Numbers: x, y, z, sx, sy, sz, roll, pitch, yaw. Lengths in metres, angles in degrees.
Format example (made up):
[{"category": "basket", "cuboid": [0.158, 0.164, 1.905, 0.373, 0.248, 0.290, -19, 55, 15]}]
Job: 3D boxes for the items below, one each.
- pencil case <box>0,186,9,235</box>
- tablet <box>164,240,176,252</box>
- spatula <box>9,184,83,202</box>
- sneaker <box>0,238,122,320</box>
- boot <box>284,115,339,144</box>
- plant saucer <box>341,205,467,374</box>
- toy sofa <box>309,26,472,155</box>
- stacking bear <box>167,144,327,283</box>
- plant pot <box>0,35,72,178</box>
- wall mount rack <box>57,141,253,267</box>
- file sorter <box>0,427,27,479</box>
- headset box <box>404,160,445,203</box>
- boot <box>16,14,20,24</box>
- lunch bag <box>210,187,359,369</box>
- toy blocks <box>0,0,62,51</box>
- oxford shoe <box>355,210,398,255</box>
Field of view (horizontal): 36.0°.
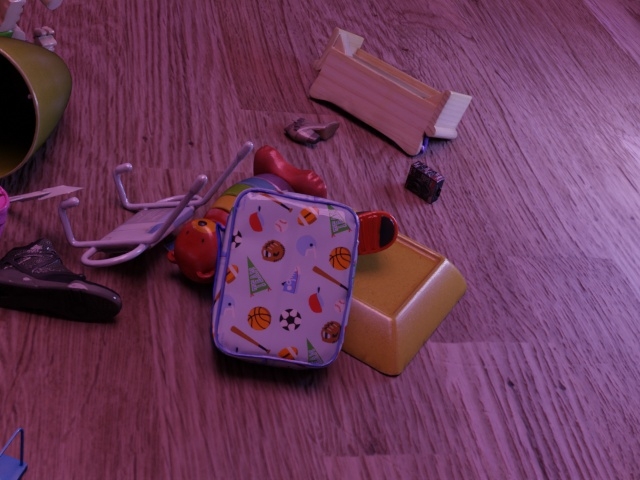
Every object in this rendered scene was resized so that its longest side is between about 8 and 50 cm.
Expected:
[{"category": "pencil case", "cuboid": [-0.576, -0.003, 1.610, 0.098, 0.209, 0.095, 6, 43, -28]}, {"category": "tablet", "cuboid": [-0.250, 0.026, 1.844, 0.054, 0.006, 0.083, -21, 49, -37]}, {"category": "spatula", "cuboid": [-0.551, -0.067, 1.734, 0.242, 0.019, 0.168, -8, 10, 37]}, {"category": "sneaker", "cuboid": [-0.441, 0.061, 1.671, 0.227, 0.087, 0.130, 9, 44, 2]}, {"category": "boot", "cuboid": [-0.023, -0.260, 2.247, 0.087, 0.042, 0.118, 30, 40, 22]}, {"category": "plant saucer", "cuboid": [0.081, 0.063, 1.848, 0.332, 0.081, 0.333, 28, 40, 17]}, {"category": "toy sofa", "cuboid": [0.161, -0.351, 2.360, 0.362, 0.177, 0.150, 33, 17, 22]}, {"category": "stacking bear", "cuboid": [-0.149, -0.025, 1.819, 0.175, 0.164, 0.289, 32, 48, 26]}, {"category": "plant pot", "cuboid": [-0.615, -0.291, 1.941, 0.274, 0.275, 0.293, 19, 24, 5]}, {"category": "wall mount rack", "cuboid": [-0.284, -0.074, 1.764, 0.304, 0.131, 0.350, -5, 20, 21]}, {"category": "file sorter", "cuboid": [-0.506, 0.295, 1.346, 0.170, 0.105, 0.118, 19, 39, 5]}, {"category": "headset box", "cuboid": [0.230, -0.125, 2.143, 0.083, 0.062, 0.032, 38, 44, 26]}, {"category": "boot", "cuboid": [-0.829, -0.457, 2.196, 0.295, 0.104, 0.211, 1, 46, -12]}, {"category": "lunch bag", "cuboid": [-0.066, 0.059, 1.654, 0.243, 0.115, 0.304, 9, 82, -4]}, {"category": "toy blocks", "cuboid": [-0.734, -0.488, 2.041, 0.260, 0.289, 0.309, 46, 38, 11]}, {"category": "oxford shoe", "cuboid": [0.000, 0.000, 1.786, 0.271, 0.097, 0.098, -7, 8, -15]}]
